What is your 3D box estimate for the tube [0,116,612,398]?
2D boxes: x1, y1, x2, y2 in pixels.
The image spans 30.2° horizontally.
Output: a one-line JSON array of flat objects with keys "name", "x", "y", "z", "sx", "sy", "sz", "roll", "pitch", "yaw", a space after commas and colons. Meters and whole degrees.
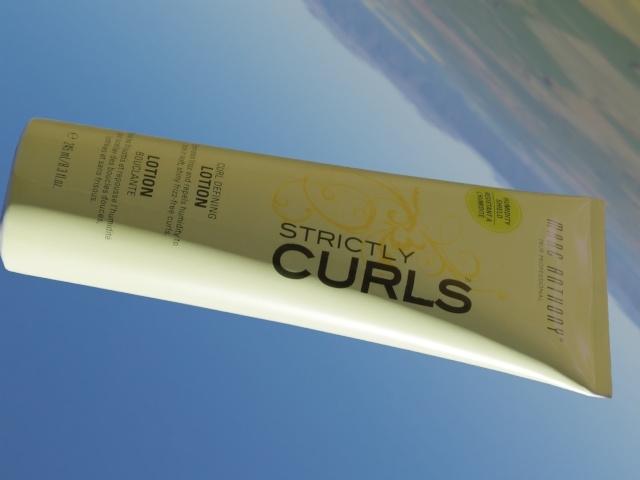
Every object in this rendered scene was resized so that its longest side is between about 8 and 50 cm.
[{"name": "tube", "x": 0.000, "y": 0.000, "z": 0.468, "sx": 0.240, "sy": 0.070, "sz": 0.062, "roll": 11, "pitch": -170, "yaw": -5}]
